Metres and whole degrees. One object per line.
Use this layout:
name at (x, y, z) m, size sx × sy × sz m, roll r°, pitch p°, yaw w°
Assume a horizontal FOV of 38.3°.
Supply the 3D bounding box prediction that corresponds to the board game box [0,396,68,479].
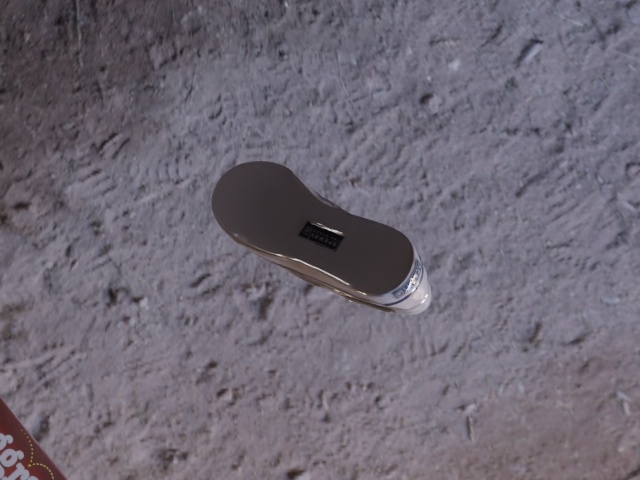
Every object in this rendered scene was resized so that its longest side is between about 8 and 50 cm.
board game box at (-0.321, 0.291, 0.947) m, size 0.027 × 0.145 × 0.281 m, roll -15°, pitch 114°, yaw 50°

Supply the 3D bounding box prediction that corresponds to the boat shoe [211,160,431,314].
boat shoe at (0.000, 0.000, 0.936) m, size 0.096 × 0.267 × 0.088 m, roll -58°, pitch 144°, yaw -14°
